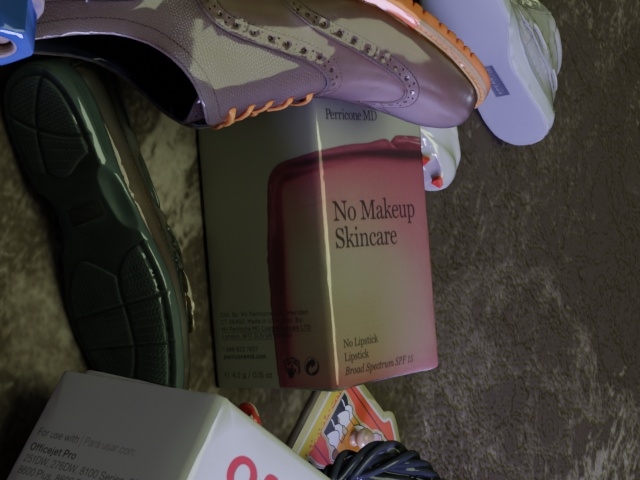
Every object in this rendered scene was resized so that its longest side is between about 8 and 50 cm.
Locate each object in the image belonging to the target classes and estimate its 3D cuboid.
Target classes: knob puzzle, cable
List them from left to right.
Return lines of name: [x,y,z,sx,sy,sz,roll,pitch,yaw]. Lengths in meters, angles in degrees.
knob puzzle: [0.033,0.230,1.206,0.213,0.030,0.213,8,80,-52]
cable: [0.037,0.242,1.156,0.184,0.047,0.150,-27,115,-34]

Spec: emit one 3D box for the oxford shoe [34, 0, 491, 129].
oxford shoe: [-0.047,-0.128,0.949,0.364,0.130,0.132,17,75,-21]

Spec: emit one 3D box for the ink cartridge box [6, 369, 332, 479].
ink cartridge box: [-0.113,0.322,0.869,0.285,0.166,0.395,44,60,-40]

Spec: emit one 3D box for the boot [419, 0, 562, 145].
boot: [0.183,-0.226,1.408,0.258,0.095,0.123,58,39,-43]

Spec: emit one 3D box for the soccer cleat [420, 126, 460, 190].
soccer cleat: [0.086,-0.136,1.288,0.076,0.068,0.196,-59,137,-43]

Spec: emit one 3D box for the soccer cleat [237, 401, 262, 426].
soccer cleat: [-0.055,0.171,1.102,0.035,0.029,0.083,-16,102,-60]

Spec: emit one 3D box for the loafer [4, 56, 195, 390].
loafer: [-0.137,-0.008,0.965,0.084,0.096,0.267,-35,112,-54]

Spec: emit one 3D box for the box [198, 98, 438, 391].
box: [0.000,0.000,1.107,0.149,0.127,0.232,-5,91,-51]

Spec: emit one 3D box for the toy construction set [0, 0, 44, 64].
toy construction set: [-0.299,-0.165,0.726,0.257,0.237,0.309,-17,81,-27]
